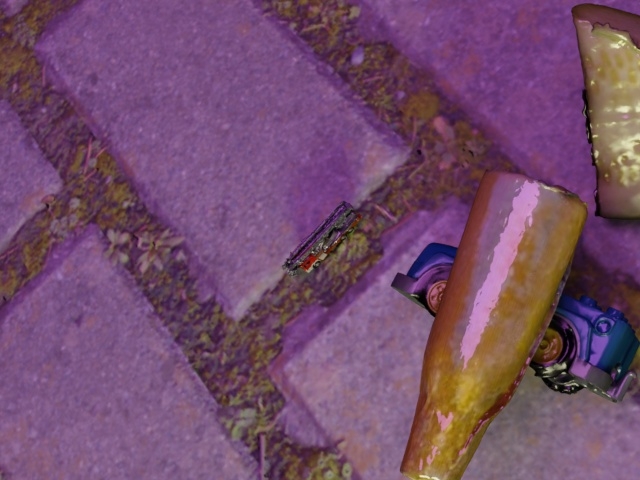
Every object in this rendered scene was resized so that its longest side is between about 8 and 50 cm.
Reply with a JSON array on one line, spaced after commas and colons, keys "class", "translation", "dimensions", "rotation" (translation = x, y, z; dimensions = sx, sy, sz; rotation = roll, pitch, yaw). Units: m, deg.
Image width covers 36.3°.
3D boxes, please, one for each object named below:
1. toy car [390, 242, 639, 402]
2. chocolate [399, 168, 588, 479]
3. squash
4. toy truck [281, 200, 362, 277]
[{"class": "toy car", "translation": [0.158, 0.047, 0.745], "dimensions": [0.191, 0.097, 0.100], "rotation": [25, 85, 29]}, {"class": "chocolate", "translation": [0.111, 0.062, 0.667], "dimensions": [0.086, 0.086, 0.219], "rotation": [21, 86, 29]}, {"class": "squash", "translation": [0.325, -0.111, 0.714], "dimensions": [0.252, 0.093, 0.169], "rotation": [-3, 117, 25]}, {"class": "toy truck", "translation": [0.000, 0.000, 0.873], "dimensions": [0.083, 0.032, 0.024], "rotation": [-46, 65, 6]}]
